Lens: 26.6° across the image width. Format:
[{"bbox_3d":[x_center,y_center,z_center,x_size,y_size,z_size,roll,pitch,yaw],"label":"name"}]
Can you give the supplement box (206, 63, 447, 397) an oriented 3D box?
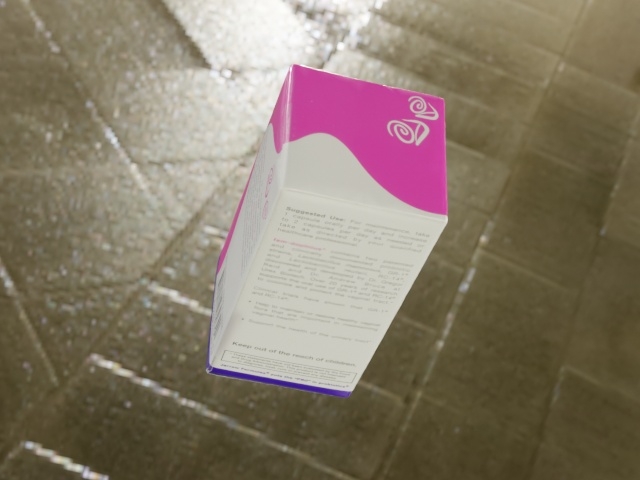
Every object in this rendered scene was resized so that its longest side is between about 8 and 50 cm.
[{"bbox_3d":[0.000,0.000,0.934,0.114,0.220,0.111,11,52,-10],"label":"supplement box"}]
